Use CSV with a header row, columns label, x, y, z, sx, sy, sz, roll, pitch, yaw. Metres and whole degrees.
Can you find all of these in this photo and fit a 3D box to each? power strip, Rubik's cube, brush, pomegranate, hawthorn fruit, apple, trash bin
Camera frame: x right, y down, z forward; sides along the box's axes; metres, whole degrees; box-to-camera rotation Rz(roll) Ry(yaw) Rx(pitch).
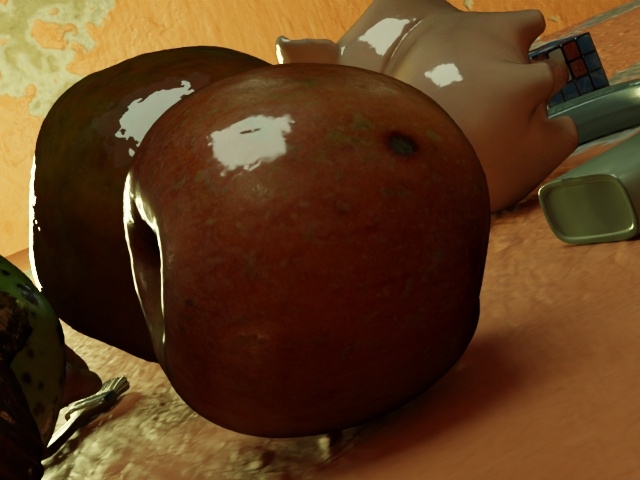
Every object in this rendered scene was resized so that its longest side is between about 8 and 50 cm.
label,x,y,z,sx,sy,sz,roll,pitch,yaw
power strip,0.284,-0.128,1.791,0.216,0.044,0.137,-22,7,9
Rubik's cube,0.279,-0.186,2.019,0.092,0.092,0.092,-25,8,-23
brush,-0.202,0.149,1.397,0.043,0.014,0.170,-22,8,17
pomegranate,-0.268,0.100,1.297,0.214,0.214,0.248,-17,-14,38
hawthorn fruit,-0.090,-0.021,1.322,0.267,0.268,0.301,-26,13,-24
apple,0.000,0.000,1.040,0.253,0.254,0.253,-22,8,3
trash bin,0.251,-0.050,1.294,0.130,0.059,0.116,-27,7,-25

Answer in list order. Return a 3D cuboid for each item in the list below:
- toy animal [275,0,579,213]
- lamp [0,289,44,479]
label,x,y,z,sx,sy,sz,roll,pitch,yaw
toy animal,0.113,-0.128,1.660,0.269,0.237,0.326,-18,23,11
lamp,-0.283,0.114,1.059,0.247,0.247,0.247,-22,8,3
